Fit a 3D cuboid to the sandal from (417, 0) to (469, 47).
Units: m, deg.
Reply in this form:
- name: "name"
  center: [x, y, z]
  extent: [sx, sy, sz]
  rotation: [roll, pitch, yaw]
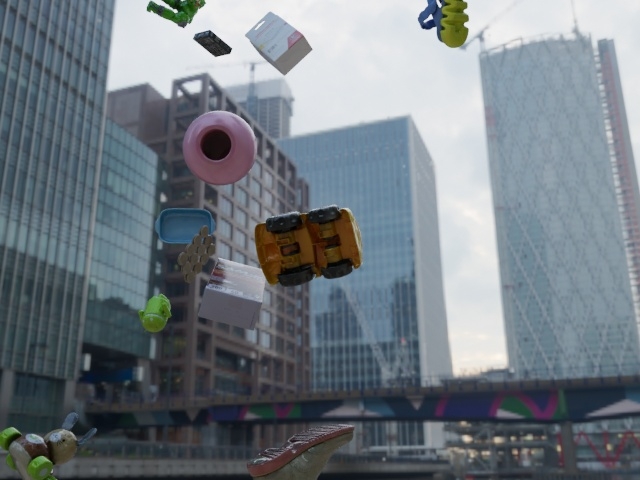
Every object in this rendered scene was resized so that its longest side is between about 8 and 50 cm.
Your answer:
- name: "sandal"
  center: [0.338, -0.693, 1.874]
  extent: [0.126, 0.318, 0.138]
  rotation: [-5, 19, -44]

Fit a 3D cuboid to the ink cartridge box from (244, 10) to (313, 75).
- name: "ink cartridge box"
  center: [-0.125, -0.576, 2.000]
  extent: [0.115, 0.198, 0.067]
  rotation: [-42, -39, 1]

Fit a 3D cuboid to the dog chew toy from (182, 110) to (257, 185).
- name: "dog chew toy"
  center: [-0.280, -0.258, 1.997]
  extent: [0.206, 0.207, 0.332]
  rotation: [0, 1, -1]

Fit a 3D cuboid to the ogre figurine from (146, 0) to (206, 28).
- name: "ogre figurine"
  center: [-0.403, -0.688, 1.977]
  extent: [0.118, 0.197, 0.097]
  rotation: [39, -56, -16]

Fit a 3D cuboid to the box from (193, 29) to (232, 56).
- name: "box"
  center: [-0.282, -0.515, 1.801]
  extent: [0.067, 0.018, 0.083]
  rotation: [3, -22, 45]

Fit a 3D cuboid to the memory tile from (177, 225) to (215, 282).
- name: "memory tile"
  center: [-0.353, 0.039, 1.965]
  extent: [0.012, 0.148, 0.113]
  rotation: [14, -39, 25]

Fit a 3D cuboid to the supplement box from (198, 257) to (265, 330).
- name: "supplement box"
  center: [-0.198, 0.119, 1.592]
  extent: [0.130, 0.073, 0.239]
  rotation: [16, 13, -6]

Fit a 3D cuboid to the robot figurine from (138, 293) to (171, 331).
- name: "robot figurine"
  center: [-0.457, 0.205, 1.914]
  extent: [0.101, 0.115, 0.067]
  rotation: [-16, -48, 24]

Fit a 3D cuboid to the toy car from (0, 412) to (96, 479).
- name: "toy car"
  center: [-0.644, 0.494, 1.663]
  extent: [0.155, 0.188, 0.149]
  rotation: [26, -46, 30]

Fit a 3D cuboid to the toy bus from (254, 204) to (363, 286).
- name: "toy bus"
  center: [0.000, 0.000, 1.480]
  extent: [0.220, 0.150, 0.211]
  rotation: [-11, 5, 22]

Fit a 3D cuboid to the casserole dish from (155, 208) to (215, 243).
- name: "casserole dish"
  center: [-0.430, -0.043, 2.196]
  extent: [0.188, 0.114, 0.037]
  rotation: [0, -13, -7]

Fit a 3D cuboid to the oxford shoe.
- name: "oxford shoe"
  center: [-0.039, 0.590, 1.841]
  extent: [0.348, 0.130, 0.123]
  rotation: [-14, -3, -37]
